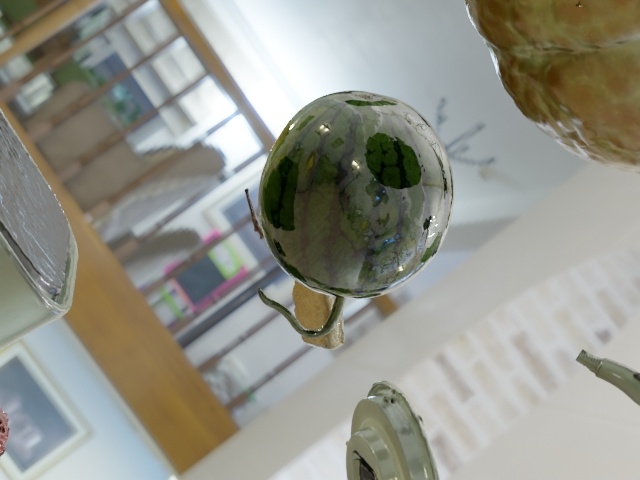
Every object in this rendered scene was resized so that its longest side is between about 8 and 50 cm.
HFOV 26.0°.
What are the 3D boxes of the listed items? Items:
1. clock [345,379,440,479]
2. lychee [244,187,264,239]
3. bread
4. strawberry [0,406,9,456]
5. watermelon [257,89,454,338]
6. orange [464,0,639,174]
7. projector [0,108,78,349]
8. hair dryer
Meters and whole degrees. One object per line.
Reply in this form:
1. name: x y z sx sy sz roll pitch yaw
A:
1. clock: 0.071 0.270 1.492 0.236 0.053 0.236 173 -90 -74
2. lychee: 0.006 0.001 1.377 0.101 0.140 0.114 46 36 -46
3. bread: 0.000 0.080 1.541 0.070 0.035 0.083 0 -84 59
4. strawberry: -0.319 0.164 1.219 0.096 0.083 0.083 44 -12 2
5. watermelon: 0.020 -0.014 0.997 0.141 0.141 0.187 41 -51 47
6. orange: 0.235 -0.182 0.770 0.329 0.329 0.249 58 -2 -18
7. projector: -0.346 -0.013 1.014 0.248 0.249 0.248 61 2 -19
8. hair dryer: 0.455 0.181 1.679 0.225 0.088 0.219 46 -42 -11
